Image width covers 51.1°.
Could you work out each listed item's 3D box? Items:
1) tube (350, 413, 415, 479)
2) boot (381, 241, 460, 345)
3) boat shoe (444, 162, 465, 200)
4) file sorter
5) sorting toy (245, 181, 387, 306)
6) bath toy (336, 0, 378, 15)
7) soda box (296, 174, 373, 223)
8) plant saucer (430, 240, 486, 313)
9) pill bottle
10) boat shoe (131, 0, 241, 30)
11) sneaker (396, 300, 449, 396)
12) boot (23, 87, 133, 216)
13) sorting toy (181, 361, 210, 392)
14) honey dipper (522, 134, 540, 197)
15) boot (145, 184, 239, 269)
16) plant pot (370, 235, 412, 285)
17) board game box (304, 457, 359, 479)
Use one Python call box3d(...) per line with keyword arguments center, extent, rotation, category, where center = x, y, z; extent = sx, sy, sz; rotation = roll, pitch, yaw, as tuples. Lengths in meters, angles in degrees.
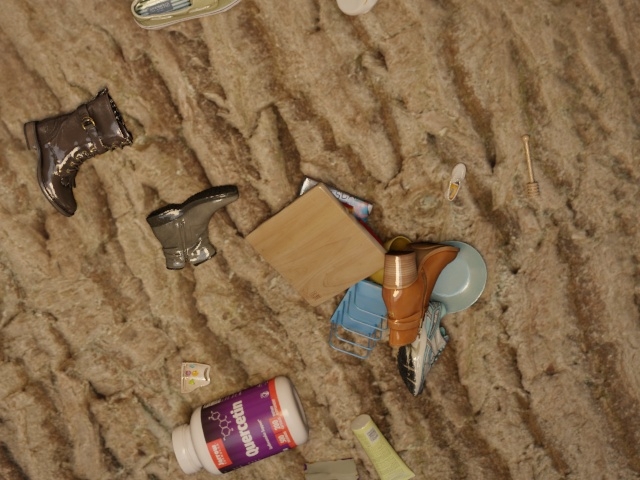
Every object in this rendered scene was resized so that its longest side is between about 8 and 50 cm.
box3d(center=(0.163, 0.581, 1.827), extent=(0.070, 0.062, 0.240), rotation=(-15, 115, 44), category="tube")
box3d(center=(0.245, 0.122, 1.599), extent=(0.109, 0.284, 0.220), rotation=(4, 101, 34), category="boot")
box3d(center=(0.342, -0.146, 1.687), extent=(0.035, 0.035, 0.100), rotation=(22, 100, -9), category="boat shoe")
box3d(center=(0.104, 0.199, 1.675), extent=(0.118, 0.104, 0.170), rotation=(21, 129, -8), category="file sorter")
box3d(center=(0.000, 0.000, 1.625), extent=(0.257, 0.089, 0.255), rotation=(-33, 110, 32), category="sorting toy")
box3d(center=(0.032, -0.679, 1.506), extent=(0.151, 0.129, 0.348), rotation=(-24, 106, 47), category="bath toy")
box3d(center=(0.034, -0.100, 1.658), extent=(0.183, 0.063, 0.058), rotation=(21, 101, -9), category="soda box")
box3d(center=(0.332, 0.092, 1.738), extent=(0.195, 0.037, 0.194), rotation=(-1, 103, -4), category="plant saucer")
box3d(center=(-0.203, 0.481, 1.707), extent=(0.323, 0.181, 0.181), rotation=(-21, 103, 0), category="pill bottle")
box3d(center=(-0.284, -0.555, 1.517), extent=(0.303, 0.094, 0.109), rotation=(-24, 103, 1), category="boat shoe")
box3d(center=(0.275, 0.281, 1.730), extent=(0.122, 0.110, 0.282), rotation=(-8, 118, -15), category="sneaker")
box3d(center=(-0.552, -0.204, 1.576), extent=(0.229, 0.091, 0.262), rotation=(-17, 101, 0), category="boot")
box3d(center=(-0.324, 0.350, 1.743), extent=(0.075, 0.045, 0.083), rotation=(2, 102, -12), category="sorting toy")
box3d(center=(0.531, -0.188, 1.696), extent=(0.031, 0.030, 0.160), rotation=(-12, 102, -2), category="honey dipper")
box3d(center=(-0.291, -0.030, 1.650), extent=(0.247, 0.083, 0.161), rotation=(-21, 110, 6), category="boot")
box3d(center=(0.173, 0.063, 1.680), extent=(0.095, 0.134, 0.134), rotation=(-13, 108, 42), category="plant pot")
box3d(center=(0.039, 0.753, 1.807), extent=(0.145, 0.142, 0.275), rotation=(-5, 102, -4), category="board game box")
